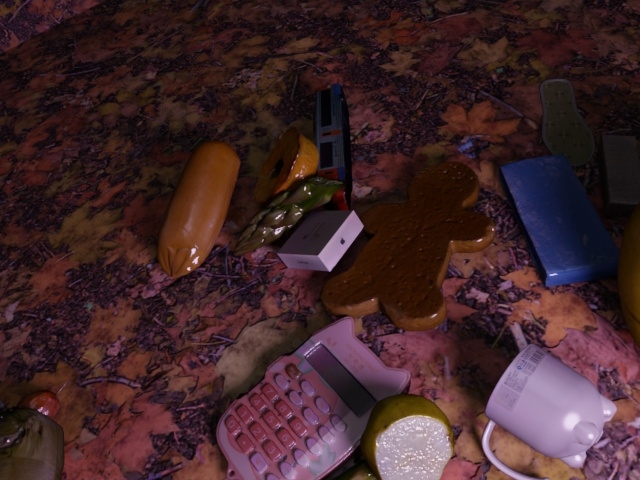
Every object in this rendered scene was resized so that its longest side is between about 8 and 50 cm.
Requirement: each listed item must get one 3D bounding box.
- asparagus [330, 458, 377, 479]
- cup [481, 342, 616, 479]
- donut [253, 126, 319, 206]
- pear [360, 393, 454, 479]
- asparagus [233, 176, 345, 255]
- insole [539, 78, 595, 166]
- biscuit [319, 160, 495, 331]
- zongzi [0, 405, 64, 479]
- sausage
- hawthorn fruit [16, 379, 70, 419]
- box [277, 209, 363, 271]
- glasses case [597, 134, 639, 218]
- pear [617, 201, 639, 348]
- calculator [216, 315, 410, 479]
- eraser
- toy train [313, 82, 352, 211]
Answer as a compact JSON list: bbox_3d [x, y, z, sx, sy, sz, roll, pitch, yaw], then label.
[{"bbox_3d":[0.005,0.392,0.860,0.179,0.041,0.045,-30,41,-11],"label":"asparagus"},{"bbox_3d":[0.326,0.259,0.836,0.173,0.134,0.142,-41,54,-22],"label":"cup"},{"bbox_3d":[-0.072,-0.154,1.284,0.190,0.075,0.174,-60,29,10],"label":"donut"},{"bbox_3d":[0.127,0.298,0.867,0.141,0.140,0.104,-20,7,-4],"label":"pear"},{"bbox_3d":[-0.079,-0.058,1.211,0.287,0.080,0.080,-39,47,14],"label":"asparagus"},{"bbox_3d":[0.567,-0.283,1.336,0.109,0.007,0.322,-1,50,13],"label":"insole"},{"bbox_3d":[0.199,0.001,1.137,0.283,0.064,0.432,7,49,32],"label":"biscuit"},{"bbox_3d":[-0.577,0.452,0.886,0.361,0.159,0.322,-23,42,2],"label":"zongzi"},{"bbox_3d":[-0.276,-0.075,1.295,0.134,0.116,0.353,6,55,6],"label":"sausage"},{"bbox_3d":[-0.506,0.297,1.059,0.067,0.066,0.103,20,45,28],"label":"hawthorn fruit"},{"bbox_3d":[0.000,0.000,1.166,0.130,0.051,0.129,0,44,49],"label":"box"},{"bbox_3d":[0.610,-0.133,1.166,0.071,0.047,0.204,6,51,13],"label":"glasses case"},{"bbox_3d":[0.615,0.062,0.789,0.363,0.362,0.418,-12,43,3],"label":"pear"},{"bbox_3d":[-0.022,0.284,0.961,0.330,0.048,0.220,-37,52,-15],"label":"calculator"},{"bbox_3d":[0.464,-0.052,1.133,0.144,0.042,0.311,-10,48,5],"label":"eraser"},{"bbox_3d":[0.025,-0.217,1.357,0.089,0.086,0.409,-7,49,9],"label":"toy train"}]
